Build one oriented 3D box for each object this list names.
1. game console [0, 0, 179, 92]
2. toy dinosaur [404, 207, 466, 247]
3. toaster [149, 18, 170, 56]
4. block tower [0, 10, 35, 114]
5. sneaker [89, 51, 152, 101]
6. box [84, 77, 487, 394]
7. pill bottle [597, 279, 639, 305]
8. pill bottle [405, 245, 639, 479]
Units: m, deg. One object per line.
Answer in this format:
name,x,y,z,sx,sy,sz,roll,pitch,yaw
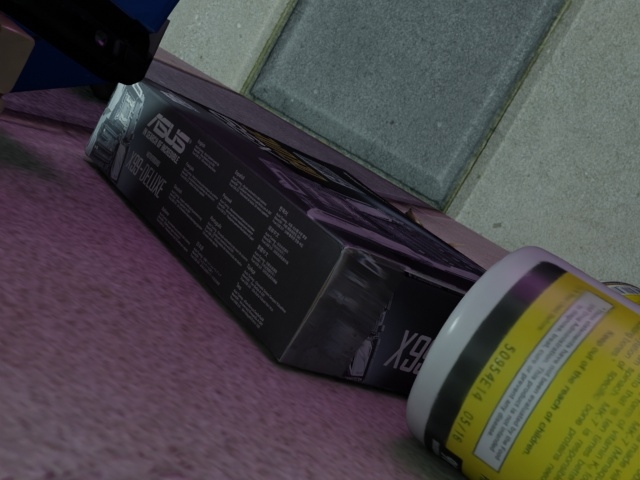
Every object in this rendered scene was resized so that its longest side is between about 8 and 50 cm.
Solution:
game console,-0.201,-0.216,0.480,0.250,0.173,0.293,1,-16,25
toy dinosaur,0.130,0.009,1.153,0.092,0.053,0.183,46,19,8
toaster,-0.316,-0.305,1.253,0.168,0.110,0.186,31,8,4
block tower,-0.284,-0.114,0.321,0.336,0.090,0.097,21,11,-42
sneaker,-0.270,-0.222,1.020,0.130,0.087,0.227,26,6,-9
box,0.000,0.000,0.632,0.243,0.076,0.307,22,12,-41
pill bottle,0.261,0.113,0.697,0.117,0.117,0.215,28,9,-12
pill bottle,0.155,0.102,0.415,0.209,0.119,0.119,34,10,26
